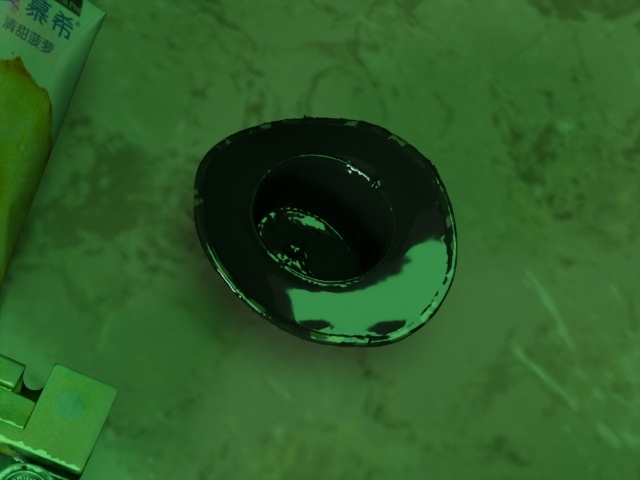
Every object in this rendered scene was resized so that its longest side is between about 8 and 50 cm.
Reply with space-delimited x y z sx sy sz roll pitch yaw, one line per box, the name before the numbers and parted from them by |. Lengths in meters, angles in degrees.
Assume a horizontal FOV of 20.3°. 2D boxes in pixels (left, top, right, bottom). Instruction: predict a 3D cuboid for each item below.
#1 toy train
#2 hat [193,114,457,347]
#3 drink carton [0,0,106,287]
toy train | -0.141 0.076 0.718 0.122 0.050 0.081 25 59 -3
hat | 0.000 0.000 0.785 0.121 0.050 0.121 4 64 -8
drink carton | -0.145 -0.071 0.759 0.084 0.074 0.200 32 60 -28
